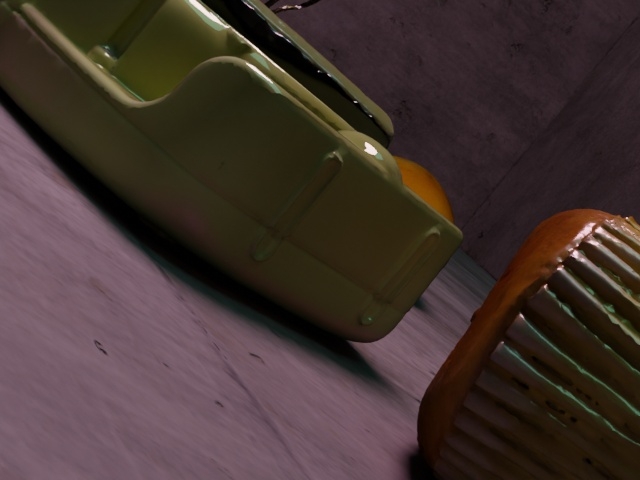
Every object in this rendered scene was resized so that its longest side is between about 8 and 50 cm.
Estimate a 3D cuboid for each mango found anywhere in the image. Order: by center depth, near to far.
[{"bbox_3d":[0.080,-0.023,1.719,0.138,0.113,0.253,43,11,-9],"label":"mango"}]

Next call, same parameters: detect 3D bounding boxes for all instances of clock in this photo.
[{"bbox_3d":[-0.089,-0.091,1.023,0.348,0.117,0.286,43,5,34],"label":"clock"}]

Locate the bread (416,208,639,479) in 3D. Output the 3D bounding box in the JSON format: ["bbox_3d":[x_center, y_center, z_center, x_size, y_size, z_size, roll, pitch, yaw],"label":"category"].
[{"bbox_3d":[0.137,0.076,0.851,0.133,0.179,0.250,36,4,11],"label":"bread"}]

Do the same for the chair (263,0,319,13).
[{"bbox_3d":[-0.133,-0.278,1.303,0.326,0.160,0.170,-9,59,-37],"label":"chair"}]

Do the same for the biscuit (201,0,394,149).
[{"bbox_3d":[-0.080,-0.155,1.168,0.322,0.099,0.038,39,40,-15],"label":"biscuit"}]
